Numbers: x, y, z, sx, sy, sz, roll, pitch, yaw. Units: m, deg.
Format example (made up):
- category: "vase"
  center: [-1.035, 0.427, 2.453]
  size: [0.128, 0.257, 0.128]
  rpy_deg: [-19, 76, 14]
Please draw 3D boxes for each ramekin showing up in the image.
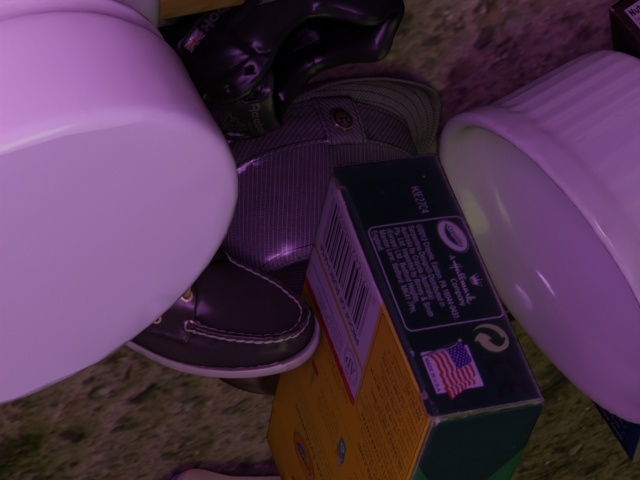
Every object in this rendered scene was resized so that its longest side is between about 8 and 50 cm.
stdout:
- category: "ramekin"
  center: [0.224, -0.011, 1.512]
  size: [0.135, 0.277, 0.277]
  rpy_deg: [-34, 154, -14]

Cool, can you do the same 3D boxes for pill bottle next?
- category: "pill bottle"
  center: [-0.189, -0.122, 0.784]
  size: [0.204, 0.361, 0.204]
  rpy_deg: [-24, 152, -14]

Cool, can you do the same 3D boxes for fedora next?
- category: "fedora"
  center: [0.000, 0.000, 1.444]
  size: [0.275, 0.124, 0.244]
  rpy_deg: [2, 138, -47]

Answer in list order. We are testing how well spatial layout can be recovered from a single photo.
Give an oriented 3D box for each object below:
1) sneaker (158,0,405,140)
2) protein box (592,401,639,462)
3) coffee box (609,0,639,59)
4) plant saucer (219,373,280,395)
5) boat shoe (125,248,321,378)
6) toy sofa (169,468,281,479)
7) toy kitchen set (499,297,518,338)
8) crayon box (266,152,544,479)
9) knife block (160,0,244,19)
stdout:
- category: "sneaker"
  center: [-0.085, -0.106, 1.178]
  size: [0.283, 0.124, 0.107]
  rpy_deg: [-29, 152, -5]
- category: "protein box"
  center: [0.290, 0.048, 1.743]
  size: [0.136, 0.200, 0.201]
  rpy_deg: [-25, 153, -13]
- category: "coffee box"
  center: [0.355, -0.069, 1.512]
  size: [0.119, 0.297, 0.168]
  rpy_deg: [-34, 152, -4]
- category: "plant saucer"
  center: [0.004, 0.073, 1.667]
  size: [0.198, 0.036, 0.198]
  rpy_deg: [-26, 153, -14]
- category: "boat shoe"
  center: [-0.110, 0.029, 1.311]
  size: [0.069, 0.227, 0.081]
  rpy_deg: [89, 19, -51]
- category: "toy sofa"
  center: [-0.053, 0.314, 1.922]
  size: [0.150, 0.177, 0.362]
  rpy_deg: [-21, 164, 39]
- category: "toy kitchen set"
  center: [0.166, 0.056, 1.781]
  size: [0.075, 0.083, 0.068]
  rpy_deg: [-17, 108, -27]
- category: "crayon box"
  center: [0.045, 0.119, 1.340]
  size: [0.081, 0.202, 0.318]
  rpy_deg: [-8, 145, -18]
- category: "knife block"
  center: [-0.140, -0.181, 1.036]
  size: [0.242, 0.088, 0.276]
  rpy_deg: [-14, 149, -32]
